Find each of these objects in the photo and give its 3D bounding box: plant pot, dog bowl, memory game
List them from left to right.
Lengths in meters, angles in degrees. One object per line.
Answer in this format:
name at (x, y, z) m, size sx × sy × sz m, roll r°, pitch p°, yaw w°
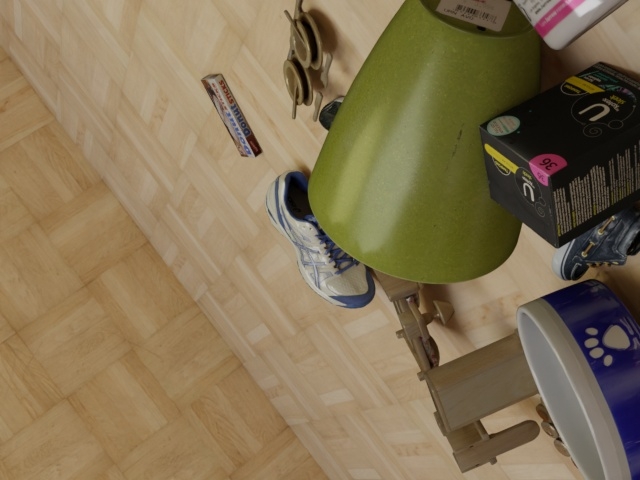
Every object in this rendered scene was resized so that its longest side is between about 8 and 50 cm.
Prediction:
plant pot at (0.144, -0.148, 1.102) m, size 0.275 × 0.274 × 0.294 m, roll 42°, pitch 140°, yaw 26°
memory game at (0.424, 0.324, 1.541) m, size 0.186 × 0.012 × 0.186 m, roll 43°, pitch 156°, yaw 24°
dog bowl at (0.353, 0.187, 1.211) m, size 0.265 × 0.104 × 0.265 m, roll -23°, pitch -90°, yaw -90°

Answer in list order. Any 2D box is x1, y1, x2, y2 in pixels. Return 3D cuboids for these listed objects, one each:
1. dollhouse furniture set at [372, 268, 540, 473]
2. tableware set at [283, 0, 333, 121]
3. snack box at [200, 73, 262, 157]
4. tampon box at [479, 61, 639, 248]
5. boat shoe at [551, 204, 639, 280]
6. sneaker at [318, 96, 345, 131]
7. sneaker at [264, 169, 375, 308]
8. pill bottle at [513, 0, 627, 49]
dollhouse furniture set at (0.227, 0.158, 1.636) m, size 0.355 × 0.173 × 0.303 m, roll -115°, pitch 3°, yaw -56°
tableware set at (-0.035, -0.274, 1.471) m, size 0.194 × 0.039 × 0.128 m, roll 108°, pitch 140°, yaw -64°
snack box at (-0.176, -0.246, 1.878) m, size 0.064 × 0.022 × 0.178 m, roll 12°, pitch 134°, yaw 58°
tampon box at (0.269, -0.092, 0.988) m, size 0.120 × 0.161 × 0.101 m, roll 46°, pitch 160°, yaw 48°
boat shoe at (0.341, 0.010, 1.153) m, size 0.083 × 0.065 × 0.183 m, roll 44°, pitch 156°, yaw 26°
sneaker at (0.046, -0.168, 1.467) m, size 0.178 × 0.077 × 0.072 m, roll 26°, pitch 145°, yaw 50°
sneaker at (0.000, 0.000, 1.776) m, size 0.296 × 0.112 × 0.131 m, roll 50°, pitch 158°, yaw 6°
pill bottle at (0.185, -0.324, 0.828) m, size 0.283 × 0.160 × 0.160 m, roll 53°, pitch 159°, yaw 1°
